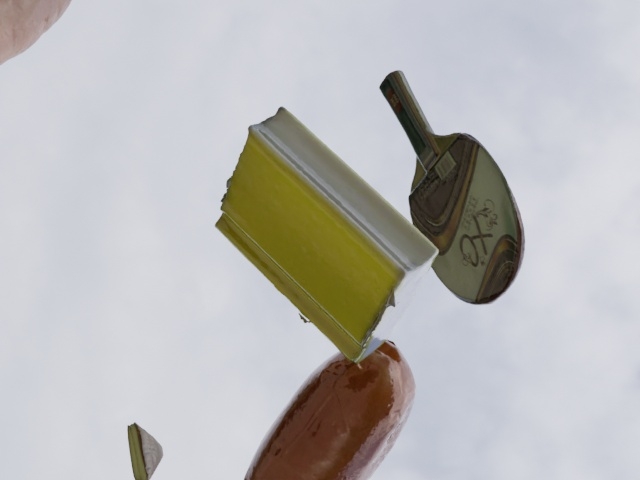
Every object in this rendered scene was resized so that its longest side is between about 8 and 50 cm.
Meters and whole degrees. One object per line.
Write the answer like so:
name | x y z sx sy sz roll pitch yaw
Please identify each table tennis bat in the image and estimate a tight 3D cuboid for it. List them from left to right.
table tennis bat | 0.144 -0.068 1.448 0.173 0.022 0.301 -52 -124 48

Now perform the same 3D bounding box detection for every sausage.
sausage | 0.008 0.220 1.393 0.258 0.133 0.133 -53 -128 15

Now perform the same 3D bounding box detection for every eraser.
eraser | 0.000 0.000 1.259 0.226 0.069 0.158 44 -42 17

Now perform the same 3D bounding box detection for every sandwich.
sandwich | -0.232 0.284 1.696 0.031 0.044 0.083 -27 -117 34

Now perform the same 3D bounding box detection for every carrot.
carrot | -0.456 -0.338 1.854 0.159 0.225 0.159 20 -54 30
